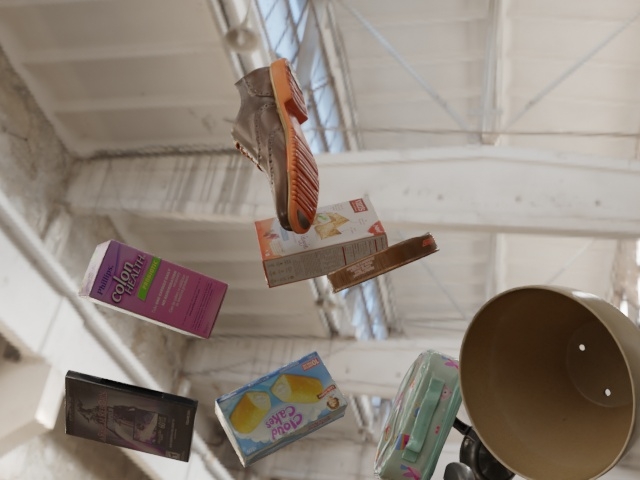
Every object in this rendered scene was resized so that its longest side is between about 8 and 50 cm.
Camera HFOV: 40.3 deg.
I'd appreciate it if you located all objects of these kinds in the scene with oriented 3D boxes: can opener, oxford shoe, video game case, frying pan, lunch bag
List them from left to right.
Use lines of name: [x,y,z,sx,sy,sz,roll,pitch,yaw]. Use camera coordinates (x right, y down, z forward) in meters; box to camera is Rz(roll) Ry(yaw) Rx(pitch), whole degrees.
video game case: [-0.400,0.372,1.832,0.274,0.026,0.196,13,-50,-1]
oxford shoe: [-0.087,-0.162,1.601,0.133,0.363,0.130,-16,-31,13]
lunch bag: [0.196,0.357,1.701,0.108,0.279,0.224,22,-14,1]
can opener: [0.257,0.452,1.471,0.074,0.093,0.280,13,2,-19]
frying pan: [0.422,0.501,2.259,0.053,0.197,0.326,-2,-64,65]

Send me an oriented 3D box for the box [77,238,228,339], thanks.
box: [-0.336,0.098,1.726,0.243,0.117,0.213,22,-10,-18]

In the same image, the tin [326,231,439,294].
tin: [0.090,0.034,1.308,0.190,0.040,0.106,-25,-1,37]

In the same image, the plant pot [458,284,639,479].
plant pot: [0.373,0.195,1.278,0.191,0.284,0.284,-7,-14,-43]

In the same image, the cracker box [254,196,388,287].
cracker box: [0.000,0.000,1.642,0.232,0.155,0.067,-12,-60,-4]

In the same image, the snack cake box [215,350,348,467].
snack cake box: [-0.090,0.383,1.988,0.264,0.152,0.089,-24,-26,-21]
